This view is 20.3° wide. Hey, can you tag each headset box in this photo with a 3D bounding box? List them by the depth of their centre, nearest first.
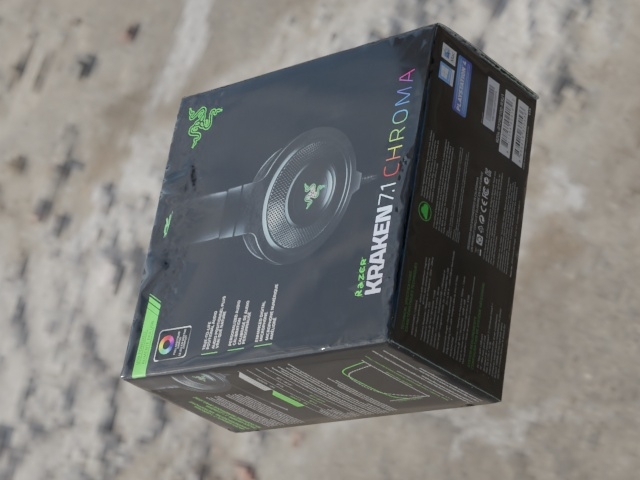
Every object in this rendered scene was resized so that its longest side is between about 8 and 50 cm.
[{"bbox_3d":[0.000,0.000,1.323,0.283,0.131,0.246,-11,60,42],"label":"headset box"}]
